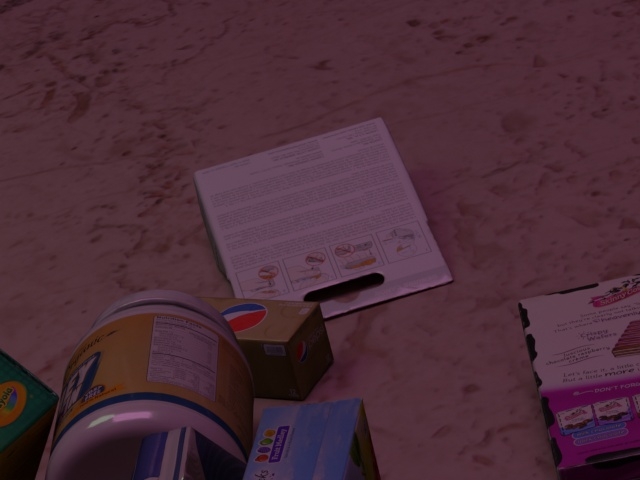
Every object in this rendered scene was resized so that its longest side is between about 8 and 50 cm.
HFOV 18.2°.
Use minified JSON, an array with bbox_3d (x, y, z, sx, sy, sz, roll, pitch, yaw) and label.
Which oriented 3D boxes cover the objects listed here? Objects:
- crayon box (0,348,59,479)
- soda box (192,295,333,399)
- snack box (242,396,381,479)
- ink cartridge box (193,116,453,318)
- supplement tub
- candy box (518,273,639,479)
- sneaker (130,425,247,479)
[{"bbox_3d":[-0.309,0.209,1.375,0.081,0.165,0.278,36,46,12],"label":"crayon box"},{"bbox_3d":[-0.086,0.085,1.633,0.181,0.058,0.061,2,31,28],"label":"soda box"},{"bbox_3d":[0.003,0.225,1.157,0.070,0.207,0.174,-7,27,14],"label":"snack box"},{"bbox_3d":[0.000,0.000,1.788,0.189,0.066,0.232,-16,48,-5],"label":"ink cartridge box"},{"bbox_3d":[-0.121,0.136,1.458,0.144,0.144,0.199,-12,27,5],"label":"supplement tub"},{"bbox_3d":[0.235,0.109,1.416,0.159,0.071,0.233,-12,28,5],"label":"candy box"},{"bbox_3d":[-0.132,0.267,1.159,0.182,0.127,0.315,-13,56,24],"label":"sneaker"}]
